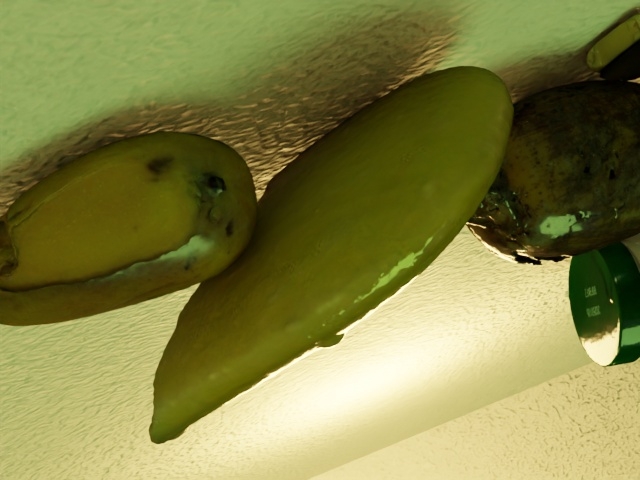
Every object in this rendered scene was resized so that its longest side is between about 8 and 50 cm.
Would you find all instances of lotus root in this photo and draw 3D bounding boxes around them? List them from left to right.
[{"bbox_3d":[0.277,-0.080,1.317,0.398,0.179,0.196,-15,158,-40],"label":"lotus root"}]

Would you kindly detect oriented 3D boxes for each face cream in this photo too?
[{"bbox_3d":[0.611,0.078,2.040,0.357,0.312,0.219,-7,115,-10],"label":"face cream"}]

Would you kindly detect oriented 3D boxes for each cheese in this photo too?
[{"bbox_3d":[0.350,-0.203,1.292,0.162,0.036,0.086,-6,153,-44],"label":"cheese"}]

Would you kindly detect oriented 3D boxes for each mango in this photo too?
[{"bbox_3d":[-0.178,-0.003,1.036,0.262,0.130,0.167,-20,168,0],"label":"mango"}]

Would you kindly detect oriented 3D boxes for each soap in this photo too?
[{"bbox_3d":[-0.003,-0.002,1.107,0.427,0.115,0.306,-37,-165,28],"label":"soap"}]
